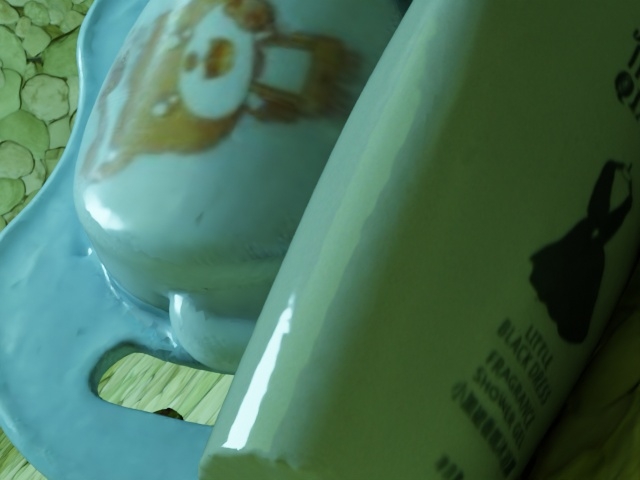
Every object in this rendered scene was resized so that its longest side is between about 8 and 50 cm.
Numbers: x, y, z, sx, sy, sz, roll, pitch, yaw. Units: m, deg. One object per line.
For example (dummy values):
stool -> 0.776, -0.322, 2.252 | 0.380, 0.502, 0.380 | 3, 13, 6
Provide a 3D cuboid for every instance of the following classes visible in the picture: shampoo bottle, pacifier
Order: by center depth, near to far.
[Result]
shampoo bottle -> 0.056, -0.020, 0.462 | 0.078, 0.127, 0.257 | 2, 52, 40
pacifier -> 0.000, 0.000, 0.612 | 0.207, 0.227, 0.279 | 77, -153, -59

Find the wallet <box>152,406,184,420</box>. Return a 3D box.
wallet -> -0.179, 0.205, 0.915 | 0.137, 0.031, 0.255 | -39, 11, 51
